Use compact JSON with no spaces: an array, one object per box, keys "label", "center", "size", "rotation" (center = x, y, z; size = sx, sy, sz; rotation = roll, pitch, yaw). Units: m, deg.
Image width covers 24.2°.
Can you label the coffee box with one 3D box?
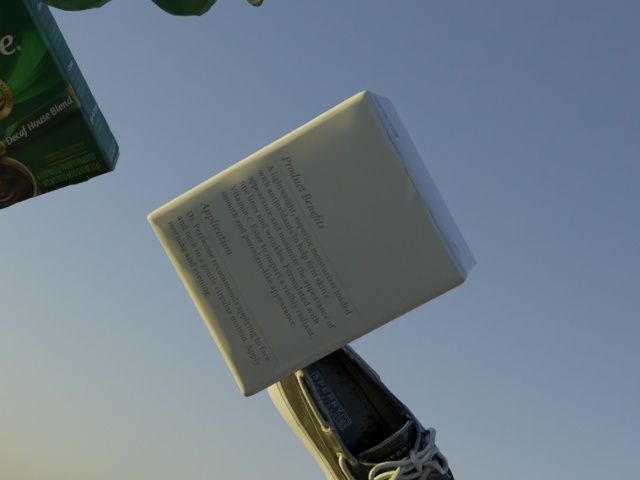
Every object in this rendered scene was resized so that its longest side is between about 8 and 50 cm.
[{"label":"coffee box","center":[-0.222,-0.112,0.987],"size":[0.113,0.040,0.184],"rotation":[-17,-62,11]}]

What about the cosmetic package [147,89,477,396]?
[{"label":"cosmetic package","center":[0.000,0.000,1.103],"size":[0.151,0.183,0.151],"rotation":[62,9,1]}]

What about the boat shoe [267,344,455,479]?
[{"label":"boat shoe","center":[0.069,0.214,1.469],"size":[0.306,0.113,0.105],"rotation":[56,-24,4]}]

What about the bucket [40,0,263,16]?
[{"label":"bucket","center":[-0.136,-0.189,0.475],"size":[0.281,0.183,0.281],"rotation":[10,-1,0]}]
